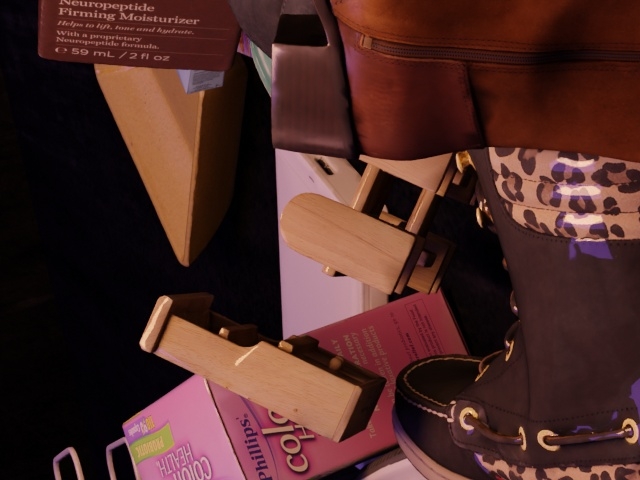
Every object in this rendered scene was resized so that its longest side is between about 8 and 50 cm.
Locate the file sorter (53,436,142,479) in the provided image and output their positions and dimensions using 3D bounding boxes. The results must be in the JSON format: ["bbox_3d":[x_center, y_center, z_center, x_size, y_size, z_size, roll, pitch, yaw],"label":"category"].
[{"bbox_3d":[-0.162,0.308,2.082,0.193,0.278,0.173,142,115,-70],"label":"file sorter"}]

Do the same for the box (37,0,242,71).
[{"bbox_3d":[-0.140,-0.262,1.408,0.203,0.168,0.167,112,159,-62],"label":"box"}]

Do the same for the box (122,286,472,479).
[{"bbox_3d":[-0.017,0.153,1.523,0.213,0.243,0.117,-37,75,60],"label":"box"}]

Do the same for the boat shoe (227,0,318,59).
[{"bbox_3d":[0.078,-0.223,1.063,0.500,0.187,0.156,-41,67,60],"label":"boat shoe"}]

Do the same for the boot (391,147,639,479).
[{"bbox_3d":[0.153,0.047,1.173,0.377,0.138,0.284,21,125,63],"label":"boot"}]

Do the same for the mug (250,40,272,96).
[{"bbox_3d":[-0.005,-0.166,1.426,0.157,0.097,0.129,64,-167,-4],"label":"mug"}]

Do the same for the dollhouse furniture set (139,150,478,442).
[{"bbox_3d":[0.000,0.000,1.270,0.242,0.161,0.212,-66,-12,4],"label":"dollhouse furniture set"}]

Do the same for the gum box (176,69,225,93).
[{"bbox_3d":[-0.127,-0.255,1.638,0.184,0.041,0.157,108,143,-58],"label":"gum box"}]

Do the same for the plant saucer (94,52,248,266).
[{"bbox_3d":[-0.169,-0.192,1.997,0.332,0.081,0.333,102,147,-53],"label":"plant saucer"}]

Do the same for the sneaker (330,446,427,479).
[{"bbox_3d":[0.093,0.318,1.516,0.447,0.169,0.257,136,118,-66],"label":"sneaker"}]

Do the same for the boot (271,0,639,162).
[{"bbox_3d":[0.115,-0.154,0.910,0.096,0.280,0.264,-83,-6,-67],"label":"boot"}]

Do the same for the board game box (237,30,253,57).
[{"bbox_3d":[-0.060,-0.341,1.567,0.233,0.078,0.347,-149,47,-64],"label":"board game box"}]

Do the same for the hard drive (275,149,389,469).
[{"bbox_3d":[0.012,0.051,1.737,0.203,0.040,0.307,-128,29,-48],"label":"hard drive"}]
